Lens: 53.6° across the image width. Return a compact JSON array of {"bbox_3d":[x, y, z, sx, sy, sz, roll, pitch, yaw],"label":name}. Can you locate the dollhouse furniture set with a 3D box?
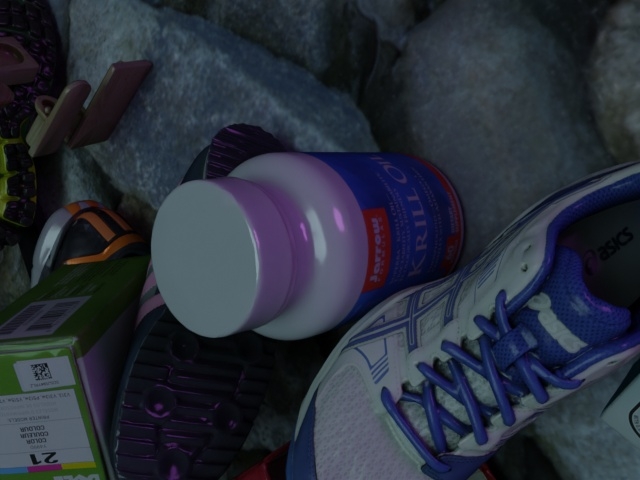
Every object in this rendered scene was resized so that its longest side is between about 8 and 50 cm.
[{"bbox_3d":[-0.301,-0.188,0.671,0.151,0.144,0.123,48,123,4],"label":"dollhouse furniture set"}]

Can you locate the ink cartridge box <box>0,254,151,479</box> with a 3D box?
[{"bbox_3d":[-0.187,0.163,0.552,0.097,0.189,0.255,-6,106,5],"label":"ink cartridge box"}]

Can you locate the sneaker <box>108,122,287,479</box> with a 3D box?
[{"bbox_3d":[-0.102,0.059,0.542,0.131,0.112,0.318,-31,38,53],"label":"sneaker"}]

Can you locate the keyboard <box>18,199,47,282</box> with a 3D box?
[{"bbox_3d":[-0.364,0.036,0.852,0.108,0.023,0.180,-30,79,43],"label":"keyboard"}]

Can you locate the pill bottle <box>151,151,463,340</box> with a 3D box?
[{"bbox_3d":[0.000,0.000,0.442,0.124,0.222,0.124,7,101,36],"label":"pill bottle"}]

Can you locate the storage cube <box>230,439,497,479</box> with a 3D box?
[{"bbox_3d":[0.015,0.238,0.477,0.193,0.215,0.183,-44,71,39],"label":"storage cube"}]

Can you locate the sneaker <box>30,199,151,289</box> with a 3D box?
[{"bbox_3d":[-0.265,0.129,0.725,0.180,0.125,0.320,32,115,31],"label":"sneaker"}]

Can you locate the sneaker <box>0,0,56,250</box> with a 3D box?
[{"bbox_3d":[-0.427,-0.165,0.802,0.146,0.134,0.343,16,98,55],"label":"sneaker"}]

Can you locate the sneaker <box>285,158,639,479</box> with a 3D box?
[{"bbox_3d":[0.095,0.050,0.346,0.296,0.131,0.112,-42,82,-6],"label":"sneaker"}]

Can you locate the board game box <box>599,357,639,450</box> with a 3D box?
[{"bbox_3d":[0.323,0.043,0.249,0.254,0.079,0.336,40,130,24],"label":"board game box"}]
